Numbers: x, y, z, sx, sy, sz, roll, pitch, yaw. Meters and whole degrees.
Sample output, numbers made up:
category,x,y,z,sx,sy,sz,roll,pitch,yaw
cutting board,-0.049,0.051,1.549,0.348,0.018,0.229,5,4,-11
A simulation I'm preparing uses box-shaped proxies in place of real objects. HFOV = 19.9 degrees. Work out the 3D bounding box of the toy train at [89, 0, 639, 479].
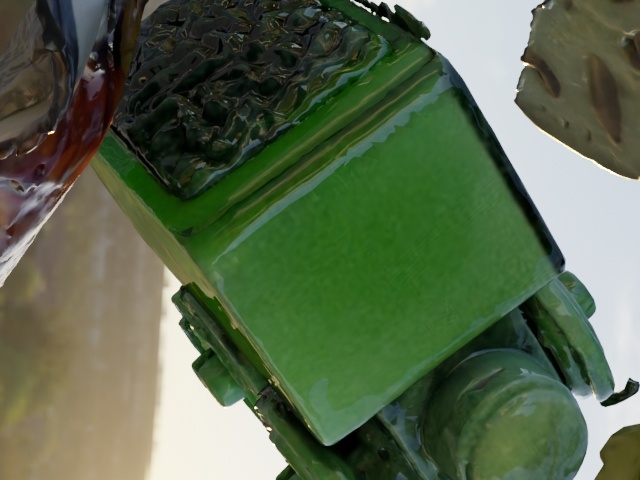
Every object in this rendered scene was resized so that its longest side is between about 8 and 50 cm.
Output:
category,x,y,z,sx,sy,sz,roll,pitch,yaw
toy train,0.000,0.000,0.656,0.188,0.132,0.243,57,-8,-28

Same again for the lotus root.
category,x,y,z,sx,sy,sz,roll,pitch,yaw
lotus root,0.258,-0.183,1.072,0.260,0.149,0.267,-42,163,-19

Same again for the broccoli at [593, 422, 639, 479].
category,x,y,z,sx,sy,sz,roll,pitch,yaw
broccoli,0.145,0.184,0.348,0.281,0.348,0.293,-52,-156,36

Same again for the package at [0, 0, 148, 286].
category,x,y,z,sx,sy,sz,roll,pitch,yaw
package,-0.094,-0.011,0.535,0.166,0.040,0.232,-78,-165,-67
